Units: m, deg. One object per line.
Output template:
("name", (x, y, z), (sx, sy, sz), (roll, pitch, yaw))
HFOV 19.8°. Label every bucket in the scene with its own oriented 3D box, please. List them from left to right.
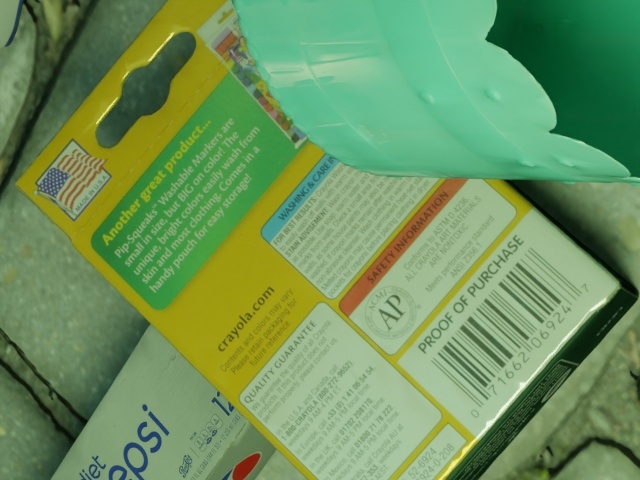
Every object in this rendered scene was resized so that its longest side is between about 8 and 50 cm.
("bucket", (0.098, -0.155, 0.917), (0.183, 0.281, 0.281), (-1, 102, 44))

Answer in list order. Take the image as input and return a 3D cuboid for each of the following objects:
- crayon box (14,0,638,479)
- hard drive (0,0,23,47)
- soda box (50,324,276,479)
("crayon box", (0.000, 0.000, 1.095), (0.323, 0.083, 0.203), (43, 97, 17))
("hard drive", (-0.326, -0.295, 1.315), (0.319, 0.040, 0.210), (29, 118, 25))
("soda box", (-0.111, 0.158, 1.258), (0.098, 0.091, 0.286), (45, 124, 18))
